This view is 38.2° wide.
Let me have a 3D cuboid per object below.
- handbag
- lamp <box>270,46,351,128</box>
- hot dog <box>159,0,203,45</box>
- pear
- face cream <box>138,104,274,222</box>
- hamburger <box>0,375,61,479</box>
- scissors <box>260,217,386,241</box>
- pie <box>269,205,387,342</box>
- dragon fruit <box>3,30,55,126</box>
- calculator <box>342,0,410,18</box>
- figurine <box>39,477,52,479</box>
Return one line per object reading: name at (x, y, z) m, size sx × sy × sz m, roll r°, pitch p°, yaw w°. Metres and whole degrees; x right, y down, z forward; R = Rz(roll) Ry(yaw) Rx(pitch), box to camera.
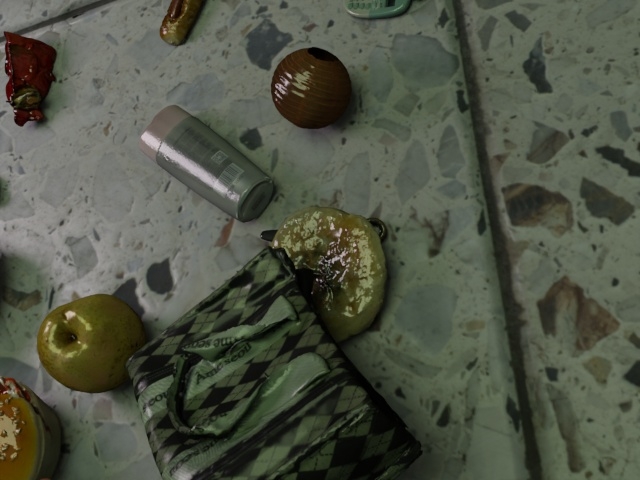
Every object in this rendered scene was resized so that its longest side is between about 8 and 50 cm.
handbag at (-0.081, 0.211, 1.249) m, size 0.317 × 0.180 × 0.416 m, roll -43°, pitch 36°, yaw 3°
lamp at (-0.016, -0.247, 1.510) m, size 0.136 × 0.136 × 0.136 m, roll -8°, pitch 68°, yaw 21°
hot dog at (-0.248, -0.471, 1.746) m, size 0.066 × 0.047 × 0.215 m, roll 15°, pitch 78°, yaw 25°
pear at (-0.374, 0.164, 1.499) m, size 0.178 × 0.178 × 0.178 m, roll -8°, pitch 68°, yaw 21°
face cream at (-0.197, -0.135, 1.583) m, size 0.269 × 0.073 × 0.107 m, roll 36°, pitch 83°, yaw 30°
hamburger at (-0.574, 0.353, 1.528) m, size 0.295 × 0.151 × 0.227 m, roll -24°, pitch 63°, yaw 11°
scissors at (0.000, 0.000, 1.479) m, size 0.220 × 0.017 × 0.088 m, roll 5°, pitch 78°, yaw 26°
pie at (0.018, 0.042, 1.421) m, size 0.185 × 0.052 × 0.218 m, roll -40°, pitch 65°, yaw 14°
dragon fruit at (-0.599, -0.313, 1.816) m, size 0.122 × 0.092 × 0.192 m, roll -14°, pitch 66°, yaw 19°
calculator at (0.109, -0.424, 1.584) m, size 0.153 × 0.021 × 0.095 m, roll 0°, pitch 71°, yaw 24°
figurine at (-0.351, 0.475, 1.377) m, size 0.275 × 0.158 × 0.161 m, roll 18°, pitch 89°, yaw 29°
